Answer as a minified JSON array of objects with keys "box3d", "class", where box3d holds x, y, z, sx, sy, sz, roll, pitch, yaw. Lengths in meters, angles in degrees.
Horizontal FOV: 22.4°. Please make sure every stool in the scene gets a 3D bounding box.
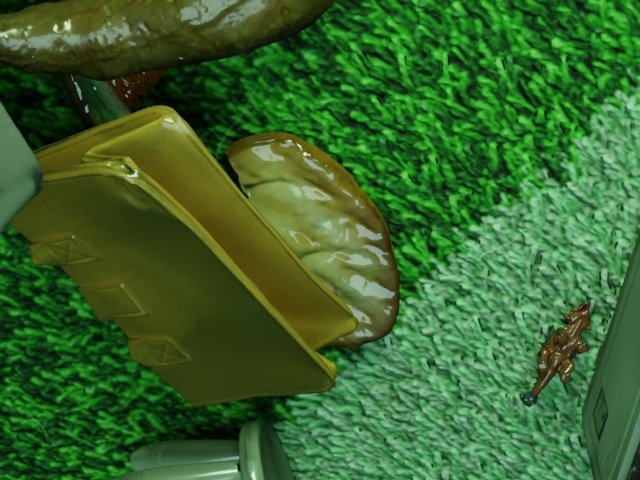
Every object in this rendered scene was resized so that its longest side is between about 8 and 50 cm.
[{"box3d":[-0.137,0.338,2.018,0.199,0.195,0.195,-17,96,10],"class":"stool"}]

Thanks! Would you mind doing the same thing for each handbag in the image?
[{"box3d":[-0.168,0.028,1.841,0.283,0.133,0.401,-15,130,38],"class":"handbag"}]

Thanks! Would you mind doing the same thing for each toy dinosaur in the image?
[{"box3d":[0.287,0.140,1.964,0.049,0.055,0.154,26,109,-12],"class":"toy dinosaur"}]

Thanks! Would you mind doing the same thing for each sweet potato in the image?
[{"box3d":[-0.166,-0.238,1.675,0.423,0.130,0.130,-12,117,-1],"class":"sweet potato"}]

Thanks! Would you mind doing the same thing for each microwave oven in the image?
[{"box3d":[0.454,0.135,1.827,0.219,0.286,0.355,12,114,-3],"class":"microwave oven"}]

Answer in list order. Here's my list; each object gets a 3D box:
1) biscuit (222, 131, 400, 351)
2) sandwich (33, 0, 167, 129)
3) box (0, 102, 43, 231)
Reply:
[{"box3d":[0.003,-0.002,1.916,0.154,0.045,0.299,-15,115,13],"class":"biscuit"},{"box3d":[-0.224,-0.225,1.789,0.160,0.109,0.184,-21,115,-8],"class":"sandwich"},{"box3d":[-0.509,-0.172,1.720,0.396,0.111,0.396,-2,126,49],"class":"box"}]
